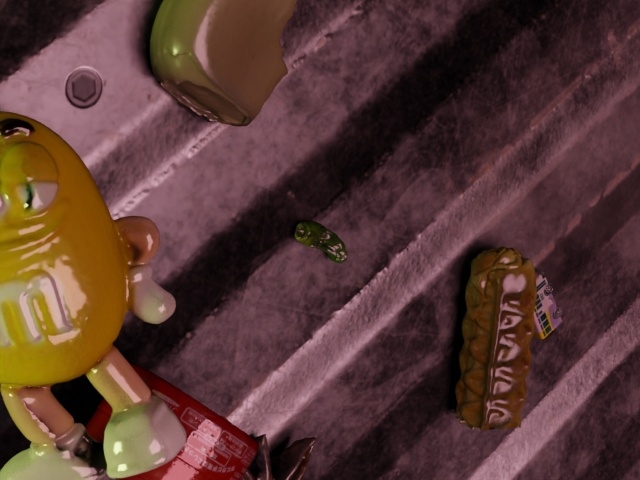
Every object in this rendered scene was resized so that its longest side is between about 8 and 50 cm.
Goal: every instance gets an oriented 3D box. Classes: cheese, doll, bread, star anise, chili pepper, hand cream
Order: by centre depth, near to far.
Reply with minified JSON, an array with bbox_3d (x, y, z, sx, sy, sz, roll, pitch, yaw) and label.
[{"bbox_3d":[-0.311,0.087,1.373,0.423,0.161,0.348,41,86,-9],"label":"doll"},{"bbox_3d":[-0.098,-0.242,1.502,0.175,0.091,0.202,40,80,-39],"label":"cheese"},{"bbox_3d":[-0.177,0.239,1.526,0.193,0.193,0.125,43,75,-37],"label":"hand cream"},{"bbox_3d":[0.000,-0.001,1.692,0.030,0.034,0.091,-41,133,21],"label":"chili pepper"},{"bbox_3d":[-0.090,0.359,1.698,0.262,0.081,0.230,-52,128,-26],"label":"star anise"},{"bbox_3d":[0.250,0.139,1.876,0.087,0.098,0.269,-15,113,-53],"label":"bread"}]

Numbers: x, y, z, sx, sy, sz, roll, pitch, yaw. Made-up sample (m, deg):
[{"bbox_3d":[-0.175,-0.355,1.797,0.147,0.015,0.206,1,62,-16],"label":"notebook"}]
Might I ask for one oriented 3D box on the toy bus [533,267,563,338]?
[{"bbox_3d":[0.312,0.091,1.935,0.058,0.052,0.102,-41,126,-21],"label":"toy bus"}]
